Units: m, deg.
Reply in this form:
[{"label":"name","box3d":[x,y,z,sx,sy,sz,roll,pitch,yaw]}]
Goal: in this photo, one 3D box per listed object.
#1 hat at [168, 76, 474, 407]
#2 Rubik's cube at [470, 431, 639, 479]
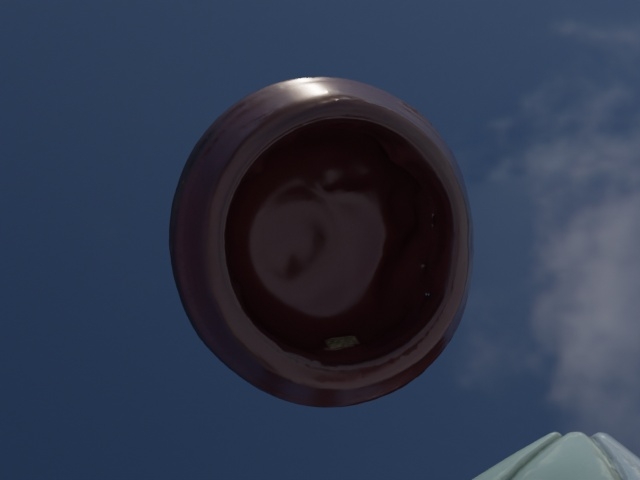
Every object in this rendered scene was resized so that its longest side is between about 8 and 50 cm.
[{"label":"hat","box3d":[0.000,0.000,1.066,0.205,0.089,0.205,0,-88,-16]},{"label":"Rubik's cube","box3d":[0.234,0.431,1.538,0.351,0.347,0.352,-28,-54,-16]}]
